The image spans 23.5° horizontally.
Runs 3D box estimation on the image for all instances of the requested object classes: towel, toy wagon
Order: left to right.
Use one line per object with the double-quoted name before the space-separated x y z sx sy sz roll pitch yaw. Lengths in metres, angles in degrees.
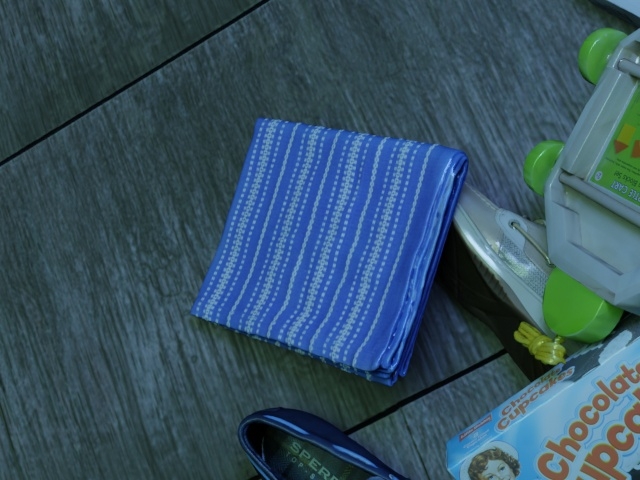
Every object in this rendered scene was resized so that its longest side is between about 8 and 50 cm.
"towel" 0.000 0.000 1.598 0.336 0.040 0.243 14 85 49
"toy wagon" 0.283 -0.041 1.373 0.344 0.068 0.267 -64 31 9

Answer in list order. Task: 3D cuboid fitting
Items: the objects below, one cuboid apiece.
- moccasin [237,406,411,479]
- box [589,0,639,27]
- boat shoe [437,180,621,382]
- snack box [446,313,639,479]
"moccasin" 0.042 0.288 1.529 0.342 0.117 0.137 29 93 29
"box" 0.415 -0.331 1.475 0.322 0.058 0.232 -56 42 7
"boat shoe" 0.195 0.029 1.529 0.098 0.109 0.302 -25 55 -19
"snack box" 0.296 0.172 1.402 0.322 0.060 0.187 -38 105 15
